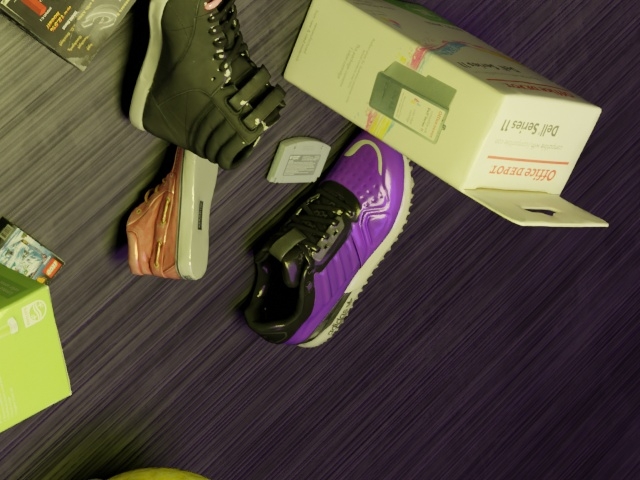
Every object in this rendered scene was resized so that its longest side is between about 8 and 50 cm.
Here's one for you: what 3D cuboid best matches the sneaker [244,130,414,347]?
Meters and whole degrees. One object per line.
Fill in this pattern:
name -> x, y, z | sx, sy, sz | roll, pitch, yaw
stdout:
sneaker -> 0.000, 0.001, 2.171 | 0.146, 0.102, 0.293 | 6, 114, -53

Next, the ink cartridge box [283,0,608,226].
ink cartridge box -> 0.158, -0.146, 2.007 | 0.207, 0.353, 0.119 | 0, 119, -52

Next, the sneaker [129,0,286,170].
sneaker -> -0.090, -0.189, 1.789 | 0.104, 0.147, 0.296 | -49, 165, -41

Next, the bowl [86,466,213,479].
bowl -> -0.239, 0.368, 2.145 | 0.289, 0.156, 0.289 | -32, 140, -31

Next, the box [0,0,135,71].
box -> -0.206, -0.334, 1.634 | 0.307, 0.076, 0.242 | -54, 147, -1

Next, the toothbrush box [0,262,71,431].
toothbrush box -> -0.403, 0.119, 1.650 | 0.283, 0.206, 0.122 | -27, 122, -36

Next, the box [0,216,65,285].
box -> -0.332, 0.052, 1.864 | 0.137, 0.027, 0.094 | -52, 146, -5

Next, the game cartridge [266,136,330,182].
game cartridge -> -0.025, -0.094, 2.135 | 0.083, 0.017, 0.056 | -3, 125, -51

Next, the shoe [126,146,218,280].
shoe -> -0.161, -0.047, 1.963 | 0.063, 0.081, 0.178 | 19, 74, -68
